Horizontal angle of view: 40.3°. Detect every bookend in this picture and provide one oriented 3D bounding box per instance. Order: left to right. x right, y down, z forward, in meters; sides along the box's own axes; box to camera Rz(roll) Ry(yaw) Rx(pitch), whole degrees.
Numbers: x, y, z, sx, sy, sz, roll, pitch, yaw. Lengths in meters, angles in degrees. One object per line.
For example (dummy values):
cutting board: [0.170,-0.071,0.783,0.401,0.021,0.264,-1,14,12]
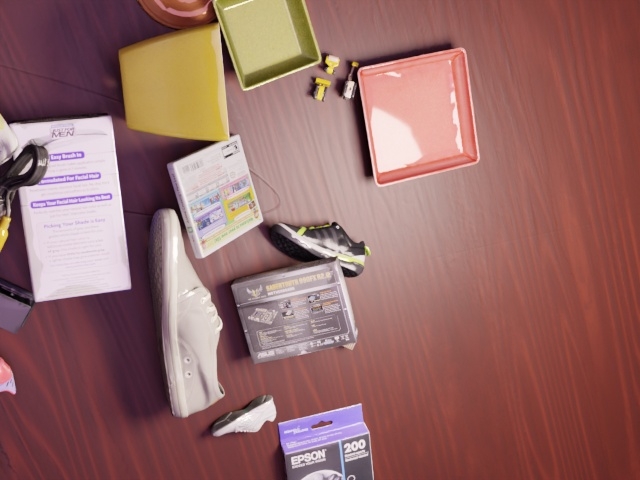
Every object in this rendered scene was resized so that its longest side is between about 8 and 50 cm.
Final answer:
bookend: [-0.611,0.119,1.623,0.156,0.157,0.072,29,90,-21]

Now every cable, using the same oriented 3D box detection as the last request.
cable: [-0.560,-0.086,1.575,0.072,0.139,0.287,20,127,-44]

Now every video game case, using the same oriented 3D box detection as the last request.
video game case: [-0.205,-0.092,1.735,0.212,0.023,0.193,-35,115,-52]

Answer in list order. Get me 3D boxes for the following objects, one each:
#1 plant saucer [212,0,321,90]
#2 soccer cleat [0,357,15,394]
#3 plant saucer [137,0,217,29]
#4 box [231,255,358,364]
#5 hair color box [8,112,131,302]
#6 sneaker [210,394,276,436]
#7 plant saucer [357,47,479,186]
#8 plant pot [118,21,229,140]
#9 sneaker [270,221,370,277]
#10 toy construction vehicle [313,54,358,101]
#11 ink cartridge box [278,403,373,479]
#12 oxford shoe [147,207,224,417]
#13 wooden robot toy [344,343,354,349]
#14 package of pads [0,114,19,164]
plant saucer: [-0.111,-0.420,1.751,0.188,0.045,0.188,-25,110,-20]
soccer cleat: [-0.711,0.304,1.666,0.248,0.083,0.095,-25,112,-16]
plant saucer: [-0.266,-0.512,1.691,0.200,0.037,0.200,-4,101,-20]
box: [-0.053,0.147,1.831,0.231,0.056,0.183,-14,101,8]
hair color box: [-0.475,-0.066,1.664,0.185,0.110,0.338,-7,104,-16]
sneaker: [-0.164,0.395,1.892,0.152,0.054,0.061,-23,110,-15]
plant saucer: [0.210,-0.270,1.903,0.258,0.048,0.259,-14,104,-17]
plant pot: [-0.275,-0.295,1.650,0.187,0.212,0.212,-5,102,-5]
sneaker: [0.000,0.000,1.876,0.235,0.084,0.097,26,67,-23]
toy construction vehicle: [0.032,-0.336,1.837,0.086,0.035,0.098,12,94,-10]
ink cartridge box: [0.016,0.494,1.980,0.206,0.045,0.208,-11,102,-17]
oxford shoe: [-0.267,0.144,1.749,0.130,0.169,0.449,-10,110,-15]
wooden robot toy: [0.012,0.194,1.902,0.173,0.079,0.076,43,84,-21]
package of pads: [-0.696,-0.226,1.510,0.229,0.101,0.296,-24,111,18]
